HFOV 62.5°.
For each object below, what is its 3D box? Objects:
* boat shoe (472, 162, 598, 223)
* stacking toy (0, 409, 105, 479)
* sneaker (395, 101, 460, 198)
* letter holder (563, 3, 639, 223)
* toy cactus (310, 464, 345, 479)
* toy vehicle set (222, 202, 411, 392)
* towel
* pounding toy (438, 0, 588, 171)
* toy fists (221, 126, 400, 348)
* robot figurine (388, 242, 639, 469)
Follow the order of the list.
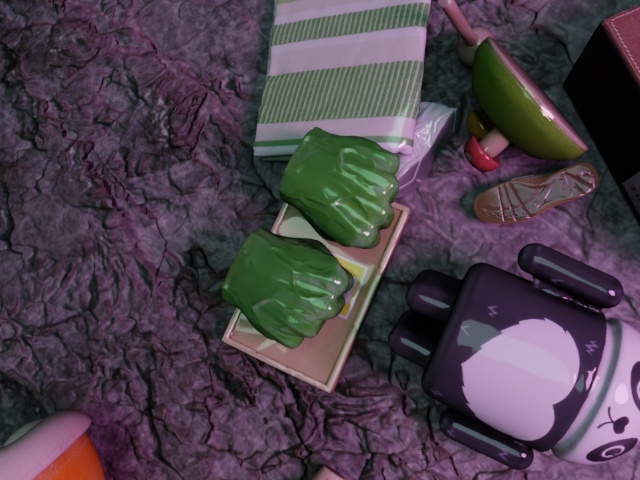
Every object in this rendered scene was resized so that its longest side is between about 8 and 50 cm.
[{"bbox_3d":[0.276,-0.060,0.687,0.153,0.048,0.056,-21,89,14],"label":"boat shoe"},{"bbox_3d":[-0.298,0.478,0.611,0.350,0.350,0.480,-39,93,3],"label":"stacking toy"},{"bbox_3d":[0.127,-0.124,0.725,0.061,0.054,0.152,34,86,31],"label":"sneaker"},{"bbox_3d":[0.467,-0.132,0.604,0.214,0.152,0.302,-23,77,5],"label":"letter holder"},{"bbox_3d":[-0.034,0.366,0.649,0.219,0.112,0.180,26,76,23],"label":"toy cactus"},{"bbox_3d":[-0.005,0.050,0.723,0.166,0.035,0.267,23,85,14],"label":"toy vehicle set"},{"bbox_3d":[0.032,-0.272,0.749,0.248,0.038,0.324,2,79,25],"label":"towel"},{"bbox_3d":[0.215,-0.170,0.669,0.110,0.183,0.237,-42,73,29],"label":"pounding toy"},{"bbox_3d":[0.000,0.000,0.664,0.142,0.096,0.279,30,89,22],"label":"toy fists"},{"bbox_3d":[0.221,0.131,0.591,0.278,0.209,0.173,24,56,15],"label":"robot figurine"}]
